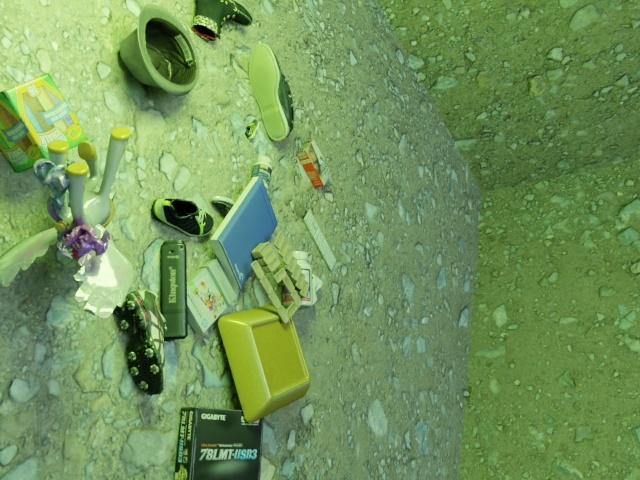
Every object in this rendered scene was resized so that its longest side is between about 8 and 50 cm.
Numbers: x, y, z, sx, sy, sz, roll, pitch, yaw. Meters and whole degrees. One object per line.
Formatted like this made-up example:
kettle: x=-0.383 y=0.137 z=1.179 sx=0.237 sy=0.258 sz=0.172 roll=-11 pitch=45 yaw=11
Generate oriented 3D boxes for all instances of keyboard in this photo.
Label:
keyboard: x=0.000 y=0.000 z=2.322 sx=0.256 sy=0.014 sz=0.072 roll=63 pitch=36 yaw=-25

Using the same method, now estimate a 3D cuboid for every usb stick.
usb stick: x=-0.404 y=0.137 z=1.612 sx=0.045 sy=0.077 sz=0.278 roll=49 pitch=37 yaw=-75

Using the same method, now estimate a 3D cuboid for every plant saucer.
plant saucer: x=-0.153 y=0.368 z=1.861 sx=0.332 sy=0.081 sz=0.333 roll=-5 pitch=75 yaw=-59

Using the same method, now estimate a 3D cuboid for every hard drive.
hard drive: x=-0.238 y=-0.029 z=1.898 sx=0.319 sy=0.040 sz=0.210 roll=-64 pitch=148 yaw=-43

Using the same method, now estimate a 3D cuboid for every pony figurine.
pony figurine: x=-0.522 y=-0.030 z=1.267 sx=0.351 sy=0.302 sz=0.364 roll=-72 pitch=176 yaw=-56

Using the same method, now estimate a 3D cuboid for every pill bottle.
pill bottle: x=-0.204 y=-0.230 z=2.026 sx=0.067 sy=0.067 sz=0.120 roll=38 pitch=51 yaw=-46
pill bottle: x=-0.082 y=0.140 z=2.070 sx=0.108 sy=0.108 sz=0.194 roll=19 pitch=66 yaw=-54

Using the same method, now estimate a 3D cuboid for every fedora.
fedora: x=-0.467 y=-0.522 z=1.654 sx=0.275 sy=0.124 sz=0.244 roll=-6 pitch=88 yaw=-66

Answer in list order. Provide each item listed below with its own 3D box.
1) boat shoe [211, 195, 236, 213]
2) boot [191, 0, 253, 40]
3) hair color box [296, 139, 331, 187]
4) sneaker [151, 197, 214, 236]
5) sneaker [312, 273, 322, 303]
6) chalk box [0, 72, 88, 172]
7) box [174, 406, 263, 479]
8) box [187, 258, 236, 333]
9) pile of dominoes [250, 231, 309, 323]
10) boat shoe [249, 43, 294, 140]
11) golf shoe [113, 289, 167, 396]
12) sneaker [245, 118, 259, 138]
boat shoe: x=-0.294 y=-0.104 z=1.872 sx=0.142 sy=0.049 sz=0.040 roll=26 pitch=60 yaw=-54
boot: x=-0.332 y=-0.738 z=1.964 sx=0.236 sy=0.085 sz=0.179 roll=23 pitch=64 yaw=-45
hair color box: x=-0.025 y=-0.306 z=2.336 sx=0.167 sy=0.053 sz=0.093 roll=59 pitch=39 yaw=-27
sneaker: x=-0.377 y=-0.067 z=1.687 sx=0.234 sy=0.097 sz=0.084 roll=17 pitch=67 yaw=-54
sneaker: x=-0.040 y=0.188 z=2.180 sx=0.061 sy=0.053 sz=0.152 roll=49 pitch=37 yaw=-25
chalk box: x=-0.634 y=-0.240 z=1.314 sx=0.213 sy=0.132 sz=0.132 roll=64 pitch=35 yaw=-20
box: x=-0.283 y=0.631 z=1.661 sx=0.295 sy=0.073 sz=0.294 roll=29 pitch=59 yaw=-51
box: x=-0.340 y=0.162 z=1.736 sx=0.186 sy=0.038 sz=0.145 roll=-49 pitch=121 yaw=-49
pile of dominoes: x=-0.137 y=0.121 z=1.937 sx=0.196 sy=0.040 sz=0.251 roll=-46 pitch=116 yaw=-47
boat shoe: x=-0.162 y=-0.541 z=2.127 sx=0.113 sy=0.127 sz=0.340 roll=-36 pitch=112 yaw=-56
golf shoe: x=-0.434 y=0.259 z=1.509 sx=0.120 sy=0.105 sz=0.273 roll=-19 pitch=97 yaw=-64
sneaker: x=-0.240 y=-0.397 z=2.051 sx=0.035 sy=0.031 sz=0.083 roll=43 pitch=48 yaw=-42
